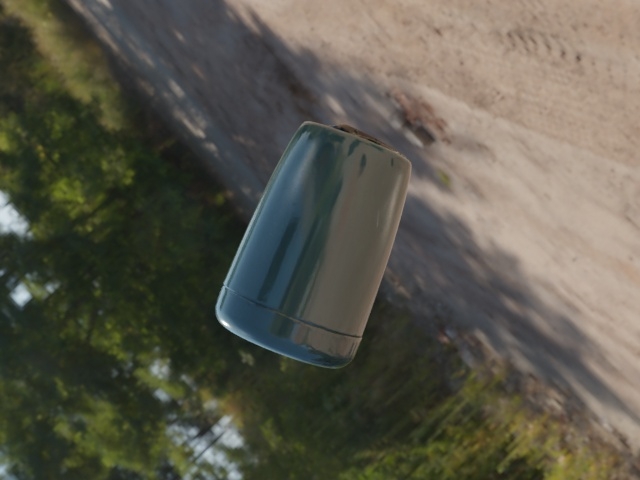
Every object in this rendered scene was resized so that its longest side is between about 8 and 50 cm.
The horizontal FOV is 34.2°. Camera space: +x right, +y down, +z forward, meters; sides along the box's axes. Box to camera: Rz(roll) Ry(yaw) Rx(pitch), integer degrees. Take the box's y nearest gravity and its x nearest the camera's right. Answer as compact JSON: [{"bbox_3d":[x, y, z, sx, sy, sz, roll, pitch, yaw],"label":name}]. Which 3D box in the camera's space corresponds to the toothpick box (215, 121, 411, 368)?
[{"bbox_3d":[0.000,0.000,0.837,0.120,0.184,0.120,22,180,0],"label":"toothpick box"}]
